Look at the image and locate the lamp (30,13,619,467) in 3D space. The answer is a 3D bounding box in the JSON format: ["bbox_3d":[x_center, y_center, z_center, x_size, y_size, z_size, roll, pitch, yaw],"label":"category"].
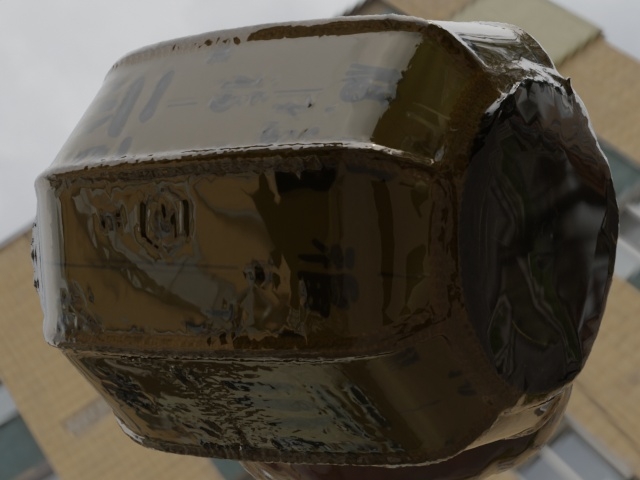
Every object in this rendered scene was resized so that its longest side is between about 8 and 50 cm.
[{"bbox_3d":[0.000,0.000,0.603,0.161,0.185,0.161,-1,-89,-51],"label":"lamp"}]

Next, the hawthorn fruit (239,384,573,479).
[{"bbox_3d":[0.022,0.019,0.901,0.199,0.199,0.251,-18,-85,-19],"label":"hawthorn fruit"}]
